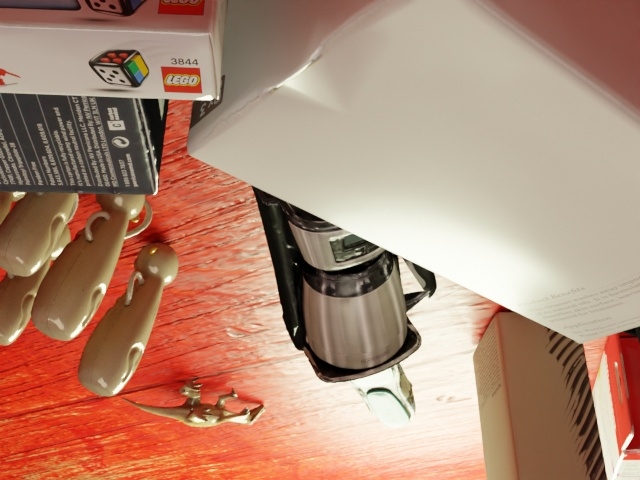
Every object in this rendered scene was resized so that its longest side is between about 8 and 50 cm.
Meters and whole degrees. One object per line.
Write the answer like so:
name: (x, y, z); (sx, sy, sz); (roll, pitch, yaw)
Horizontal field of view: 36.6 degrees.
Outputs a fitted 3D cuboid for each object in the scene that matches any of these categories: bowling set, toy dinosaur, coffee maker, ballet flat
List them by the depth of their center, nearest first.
coffee maker: (0.000, 0.000, 0.779); (0.171, 0.120, 0.178); (29, 143, 37)
bowling set: (-0.247, -0.007, 0.802); (0.200, 0.154, 0.287); (16, 151, 11)
ballet flat: (0.062, 0.141, 1.070); (0.070, 0.070, 0.188); (-7, 143, 12)
toy dinosaur: (-0.155, 0.212, 1.193); (0.183, 0.053, 0.092); (7, 148, -10)

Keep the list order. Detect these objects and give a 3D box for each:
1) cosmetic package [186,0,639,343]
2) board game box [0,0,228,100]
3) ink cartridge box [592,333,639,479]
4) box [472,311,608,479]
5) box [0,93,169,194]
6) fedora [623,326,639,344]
cosmetic package: (0.132, -0.080, 0.626); (0.385, 0.156, 0.217); (28, 144, -33)
board game box: (-0.196, -0.162, 0.476); (0.305, 0.193, 0.053); (2, 148, -3)
ink cartridge box: (0.360, 0.198, 1.088); (0.078, 0.134, 0.231); (-3, 148, 6)
box: (0.225, 0.216, 0.987); (0.094, 0.275, 0.113); (3, 147, -6)
box: (-0.197, -0.119, 0.581); (0.207, 0.153, 0.108); (1, 147, -1)
fedora: (0.413, 0.081, 0.874); (0.334, 0.152, 0.334); (2, 149, 1)
